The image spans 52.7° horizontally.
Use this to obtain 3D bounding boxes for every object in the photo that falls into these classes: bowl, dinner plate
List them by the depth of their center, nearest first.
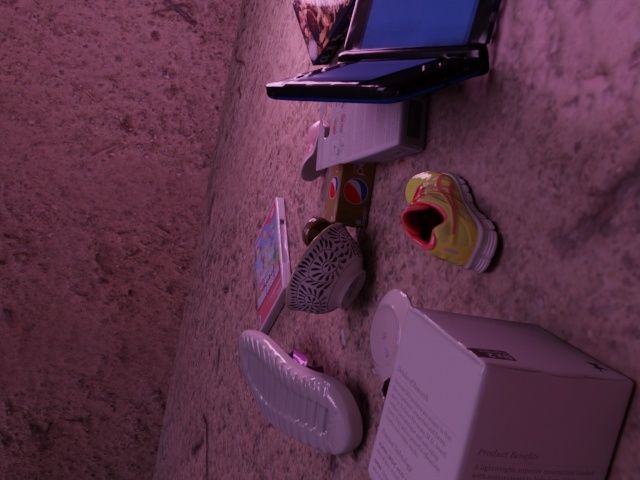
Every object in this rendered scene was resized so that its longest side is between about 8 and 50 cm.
[{"bbox_3d":[0.101,0.142,0.965,0.141,0.017,0.141,-173,90,-70],"label":"dinner plate"},{"bbox_3d":[0.023,0.063,1.076,0.080,0.170,0.170,32,120,22],"label":"bowl"}]

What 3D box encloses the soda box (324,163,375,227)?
[{"bbox_3d":[0.055,-0.116,1.134,0.058,0.061,0.181,-178,96,-71],"label":"soda box"}]

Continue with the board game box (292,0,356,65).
[{"bbox_3d":[0.020,-0.506,1.360,0.243,0.042,0.165,-42,62,61],"label":"board game box"}]

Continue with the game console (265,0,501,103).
[{"bbox_3d":[0.081,-0.300,0.883,0.293,0.250,0.173,17,124,52],"label":"game console"}]

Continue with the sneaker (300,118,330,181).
[{"bbox_3d":[-0.008,-0.194,1.368,0.070,0.051,0.134,-107,35,-54],"label":"sneaker"}]

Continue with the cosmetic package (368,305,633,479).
[{"bbox_3d":[0.154,0.176,0.595,0.151,0.151,0.184,-145,66,-69],"label":"cosmetic package"}]

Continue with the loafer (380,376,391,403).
[{"bbox_3d":[0.115,0.208,0.779,0.102,0.092,0.269,-124,46,-63],"label":"loafer"}]

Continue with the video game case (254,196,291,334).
[{"bbox_3d":[-0.123,0.063,1.611,0.204,0.025,0.285,119,152,-45],"label":"video game case"}]

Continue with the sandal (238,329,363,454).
[{"bbox_3d":[-0.032,0.271,1.175,0.416,0.102,0.169,20,116,57],"label":"sandal"}]

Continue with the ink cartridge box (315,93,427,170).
[{"bbox_3d":[0.082,-0.217,1.055,0.232,0.066,0.189,-12,71,61],"label":"ink cartridge box"}]

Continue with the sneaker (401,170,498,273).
[{"bbox_3d":[0.140,-0.037,0.814,0.208,0.094,0.082,-116,38,-61],"label":"sneaker"}]

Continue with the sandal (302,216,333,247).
[{"bbox_3d":[0.000,0.000,1.123,0.072,0.049,0.180,-55,-25,-7],"label":"sandal"}]
